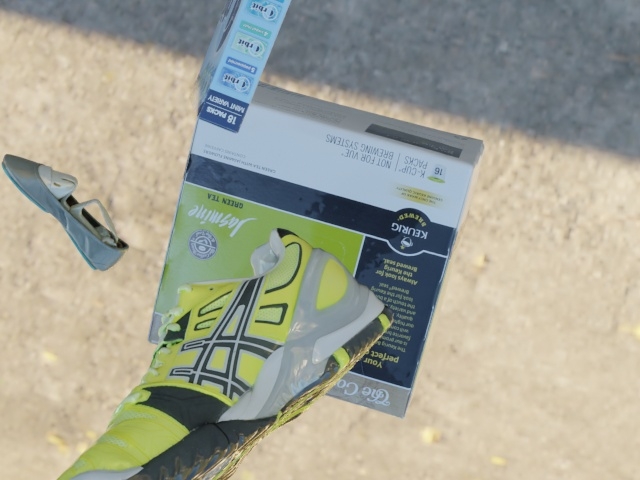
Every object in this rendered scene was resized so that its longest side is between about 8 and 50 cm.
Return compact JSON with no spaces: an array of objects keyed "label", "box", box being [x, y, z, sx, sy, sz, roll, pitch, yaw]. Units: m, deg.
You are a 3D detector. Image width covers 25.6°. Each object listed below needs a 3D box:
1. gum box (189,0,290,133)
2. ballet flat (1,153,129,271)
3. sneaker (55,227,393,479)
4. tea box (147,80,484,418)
[{"label":"gum box","box":[-0.062,-0.194,1.232,0.041,0.184,0.157,20,-171,-12]},{"label":"ballet flat","box":[-0.342,-0.051,1.923,0.068,0.072,0.213,-35,108,13]},{"label":"sneaker","box":[-0.105,0.126,1.207,0.147,0.385,0.145,47,136,8]},{"label":"tea box","box":[0.000,0.000,1.726,0.329,0.323,0.220,17,-167,7]}]
